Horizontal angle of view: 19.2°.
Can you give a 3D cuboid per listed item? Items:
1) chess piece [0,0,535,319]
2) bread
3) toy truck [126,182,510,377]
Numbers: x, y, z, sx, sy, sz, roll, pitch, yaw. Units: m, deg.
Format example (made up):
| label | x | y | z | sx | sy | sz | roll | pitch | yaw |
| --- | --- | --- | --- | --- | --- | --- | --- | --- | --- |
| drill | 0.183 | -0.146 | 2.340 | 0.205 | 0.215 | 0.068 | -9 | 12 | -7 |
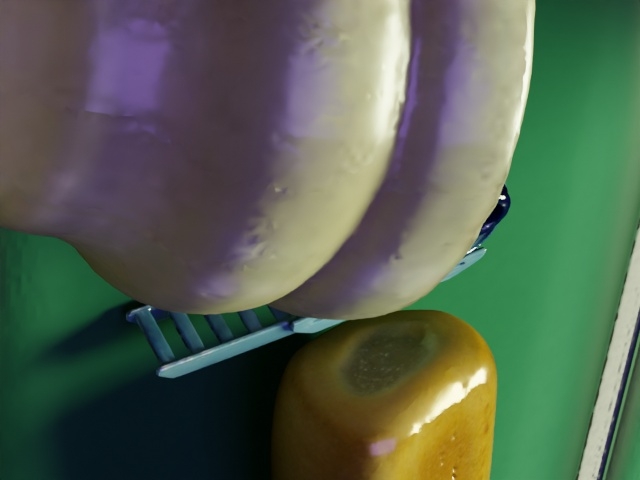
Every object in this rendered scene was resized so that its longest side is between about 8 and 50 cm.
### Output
| label | x | y | z | sx | sy | sz | roll | pitch | yaw |
| --- | --- | --- | --- | --- | --- | --- | --- | --- | --- |
| chess piece | -0.106 | -0.058 | 0.474 | 0.299 | 0.167 | 0.167 | -1 | 122 | -33 |
| bread | 0.021 | 0.132 | 0.771 | 0.092 | 0.074 | 0.239 | -35 | 141 | -35 |
| toy truck | 0.000 | 0.000 | 0.669 | 0.136 | 0.063 | 0.074 | -18 | 151 | -23 |
